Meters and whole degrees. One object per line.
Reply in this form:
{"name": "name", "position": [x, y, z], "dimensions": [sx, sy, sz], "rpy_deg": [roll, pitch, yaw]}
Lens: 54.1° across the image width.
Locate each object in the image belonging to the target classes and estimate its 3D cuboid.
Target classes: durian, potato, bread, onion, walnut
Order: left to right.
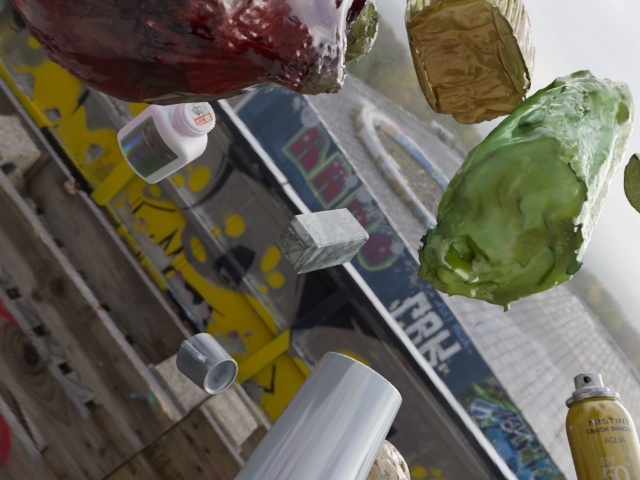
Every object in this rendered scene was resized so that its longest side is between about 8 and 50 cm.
{"name": "onion", "position": [-0.047, -0.177, 0.394], "dimensions": [0.195, 0.272, 0.272], "rpy_deg": [48, 20, 13]}
{"name": "potato", "position": [0.033, -0.324, 0.950], "dimensions": [0.225, 0.090, 0.117], "rpy_deg": [-170, -124, -85]}
{"name": "walnut", "position": [0.080, 0.406, 1.041], "dimensions": [0.166, 0.149, 0.167], "rpy_deg": [56, -22, 36]}
{"name": "bread", "position": [0.228, -0.301, 0.952], "dimensions": [0.250, 0.179, 0.133], "rpy_deg": [49, 52, -41]}
{"name": "durian", "position": [0.293, -0.075, 0.835], "dimensions": [0.204, 0.256, 0.339], "rpy_deg": [39, 56, 12]}
{"name": "potato", "position": [0.716, -0.112, 1.325], "dimensions": [0.120, 0.081, 0.149], "rpy_deg": [-12, 63, -28]}

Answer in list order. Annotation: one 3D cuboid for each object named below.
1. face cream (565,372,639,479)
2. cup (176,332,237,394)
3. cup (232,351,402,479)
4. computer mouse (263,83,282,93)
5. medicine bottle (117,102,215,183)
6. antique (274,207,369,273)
{"name": "face cream", "position": [0.450, 0.376, 0.961], "dimensions": [0.105, 0.105, 0.349], "rpy_deg": [31, 46, -42]}
{"name": "cup", "position": [-0.191, 0.199, 1.030], "dimensions": [0.077, 0.078, 0.100], "rpy_deg": [30, -16, 39]}
{"name": "cup", "position": [-0.003, 0.142, 0.413], "dimensions": [0.074, 0.116, 0.104], "rpy_deg": [30, -25, 10]}
{"name": "computer mouse", "position": [-0.021, -0.265, 0.813], "dimensions": [0.056, 0.181, 0.089], "rpy_deg": [47, 14, 1]}
{"name": "medicine bottle", "position": [-0.267, -0.183, 1.101], "dimensions": [0.078, 0.219, 0.115], "rpy_deg": [-41, 105, -41]}
{"name": "antique", "position": [0.000, 0.000, 1.275], "dimensions": [0.183, 0.086, 0.088], "rpy_deg": [-10, 55, -49]}
